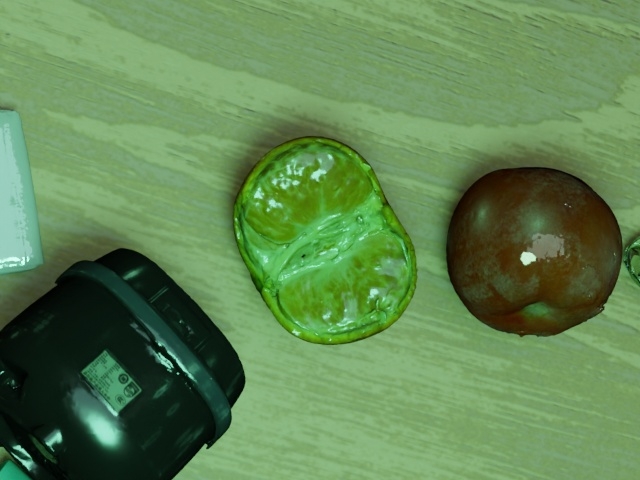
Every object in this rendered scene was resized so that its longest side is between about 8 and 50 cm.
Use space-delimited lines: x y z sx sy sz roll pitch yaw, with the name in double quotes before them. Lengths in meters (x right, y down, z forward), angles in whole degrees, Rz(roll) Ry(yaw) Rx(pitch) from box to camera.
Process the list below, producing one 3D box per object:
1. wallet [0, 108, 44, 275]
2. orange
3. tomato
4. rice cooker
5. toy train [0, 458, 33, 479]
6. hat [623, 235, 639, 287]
"wallet" -0.364 -0.055 1.898 0.095 0.033 0.190 -10 88 -20
"orange" 0.001 0.002 1.941 0.179 0.158 0.237 -29 92 -6
"tomato" 0.247 0.006 1.994 0.208 0.208 0.184 10 59 -16
"rice cooker" -0.225 0.155 1.803 0.224 0.267 0.267 -41 97 -25
"toy train" -0.303 0.348 1.842 0.248 0.101 0.159 43 60 -10
"hat" 0.416 0.026 2.126 0.076 0.059 0.077 -34 89 -2
